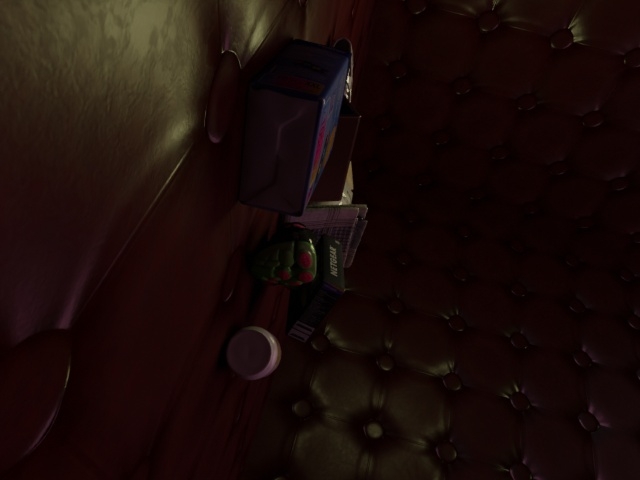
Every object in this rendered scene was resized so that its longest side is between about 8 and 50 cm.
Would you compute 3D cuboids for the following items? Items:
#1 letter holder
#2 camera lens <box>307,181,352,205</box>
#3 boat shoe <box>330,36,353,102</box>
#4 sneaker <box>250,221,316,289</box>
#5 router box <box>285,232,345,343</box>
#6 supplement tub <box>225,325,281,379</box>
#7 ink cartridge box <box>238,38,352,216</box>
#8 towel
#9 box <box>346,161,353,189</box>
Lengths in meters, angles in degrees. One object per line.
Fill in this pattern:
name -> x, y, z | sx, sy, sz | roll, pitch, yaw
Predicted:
letter holder -> -0.032, -0.276, 1.431 | 0.152, 0.214, 0.302 | -116, -152, -43
camera lens -> 0.000, -0.106, 1.861 | 0.219, 0.219, 0.274 | 101, 5, -51
boat shoe -> 0.051, -0.522, 1.555 | 0.156, 0.135, 0.367 | 98, 6, -68
sneaker -> -0.103, 0.030, 1.397 | 0.483, 0.185, 0.202 | 137, -35, -77
router box -> -0.018, 0.152, 1.576 | 0.243, 0.081, 0.309 | -56, -165, 25
supplement tub -> -0.190, 0.319, 1.338 | 0.200, 0.144, 0.144 | 91, 15, -75
ink cartridge box -> -0.043, -0.276, 1.061 | 0.395, 0.151, 0.270 | -73, 177, -52
towel -> 0.000, 0.000, 1.701 | 0.056, 0.324, 0.312 | -113, -152, -45
box -> 0.056, -0.291, 2.102 | 0.311, 0.121, 0.148 | -25, 111, -75
